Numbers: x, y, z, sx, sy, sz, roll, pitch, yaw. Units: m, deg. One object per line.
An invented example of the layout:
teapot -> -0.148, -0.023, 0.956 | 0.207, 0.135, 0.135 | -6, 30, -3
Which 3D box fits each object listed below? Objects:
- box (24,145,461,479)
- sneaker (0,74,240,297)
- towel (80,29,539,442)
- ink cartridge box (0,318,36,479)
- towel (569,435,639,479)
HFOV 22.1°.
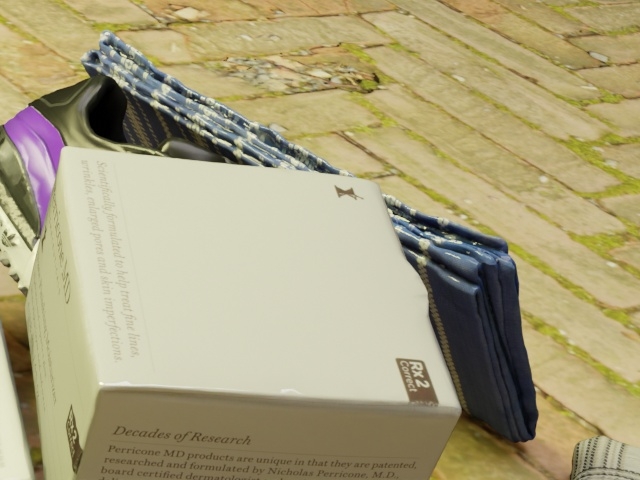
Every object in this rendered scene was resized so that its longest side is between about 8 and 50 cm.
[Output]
box -> -0.048, 0.058, 0.831 | 0.182, 0.119, 0.181 | 6, 38, -20
sneaker -> -0.095, 0.015, 0.983 | 0.293, 0.146, 0.102 | 52, 3, 19
towel -> 0.000, 0.000, 1.093 | 0.336, 0.243, 0.040 | 31, 70, 28
ink cartridge box -> -0.361, 0.090, 0.877 | 0.385, 0.091, 0.308 | -5, 32, -15
towel -> 0.289, 0.242, 0.943 | 0.324, 0.056, 0.312 | 19, 26, 6
